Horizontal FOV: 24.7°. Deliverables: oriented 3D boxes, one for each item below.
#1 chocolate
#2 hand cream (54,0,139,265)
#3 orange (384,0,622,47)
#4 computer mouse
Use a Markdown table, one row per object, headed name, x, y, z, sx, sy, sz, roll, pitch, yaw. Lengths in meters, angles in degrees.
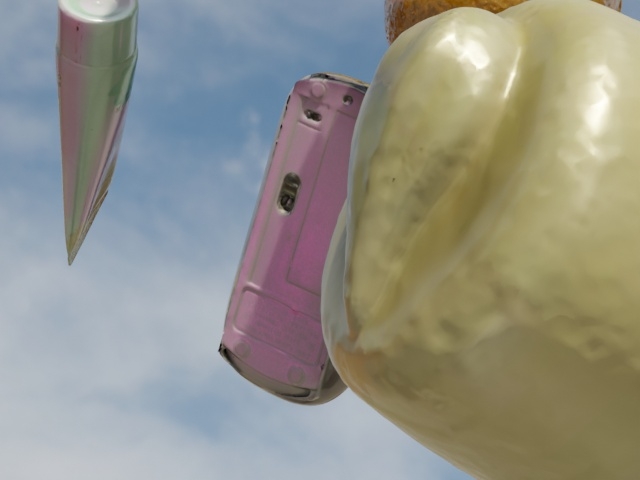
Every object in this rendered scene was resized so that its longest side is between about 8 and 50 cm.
| name | x | y | z | sx | sy | sz | roll | pitch | yaw |
| --- | --- | --- | --- | --- | --- | --- | --- | --- | --- |
| chocolate | 0.143 | 0.021 | 0.889 | 0.297 | 0.326 | 0.314 | 20 | -44 | -27 |
| hand cream | -0.136 | -0.072 | 0.876 | 0.047 | 0.076 | 0.174 | 15 | -49 | 4 |
| orange | 0.203 | -0.254 | 1.601 | 0.264 | 0.264 | 0.264 | 11 | -33 | 7 |
| computer mouse | 0.000 | 0.000 | 1.352 | 0.158 | 0.072 | 0.310 | 24 | -73 | 25 |
